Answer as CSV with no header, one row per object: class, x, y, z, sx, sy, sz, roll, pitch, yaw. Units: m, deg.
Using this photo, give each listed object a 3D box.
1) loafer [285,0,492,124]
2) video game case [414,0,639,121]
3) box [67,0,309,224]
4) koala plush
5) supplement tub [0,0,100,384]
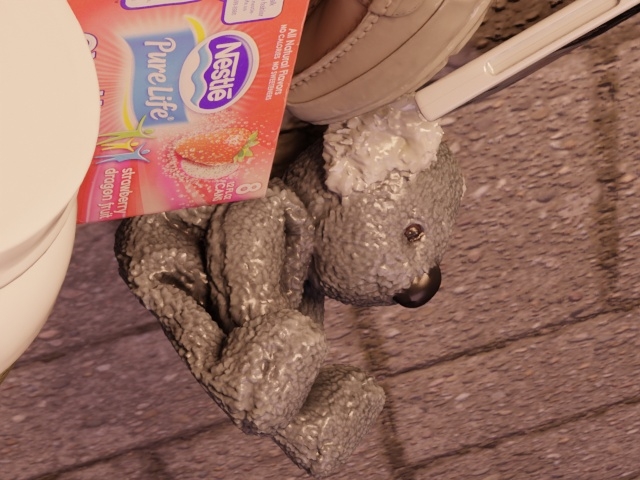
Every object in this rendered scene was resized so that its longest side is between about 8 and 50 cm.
loafer,0.057,-0.174,1.012,0.111,0.112,0.319,25,136,-23
video game case,0.153,-0.128,1.115,0.173,0.022,0.190,-29,180,21
box,-0.093,-0.147,0.928,0.154,0.142,0.300,-8,150,-14
koala plush,0.000,0.000,1.232,0.221,0.203,0.196,-42,157,1
supplement tub,-0.246,0.012,0.840,0.235,0.235,0.325,2,147,-30
